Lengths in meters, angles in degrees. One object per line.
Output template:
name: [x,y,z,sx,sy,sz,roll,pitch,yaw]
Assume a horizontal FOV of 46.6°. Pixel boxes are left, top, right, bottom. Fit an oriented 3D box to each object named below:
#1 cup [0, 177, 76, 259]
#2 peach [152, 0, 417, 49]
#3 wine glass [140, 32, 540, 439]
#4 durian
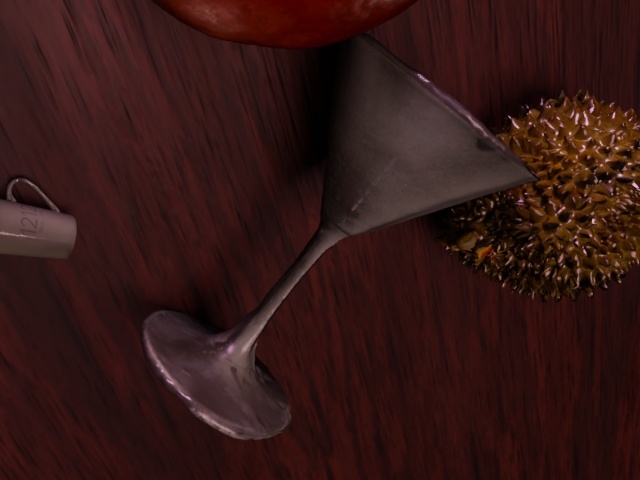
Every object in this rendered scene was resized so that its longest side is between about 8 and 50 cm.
cup: [-0.295,-0.018,0.749,0.083,0.075,0.054,10,148,-36]
peach: [-0.035,-0.293,0.574,0.338,0.281,0.281,-5,121,-48]
wine glass: [0.000,0.000,0.799,0.267,0.267,0.406,31,105,-37]
durian: [0.301,-0.049,0.943,0.293,0.258,0.258,-46,129,15]
